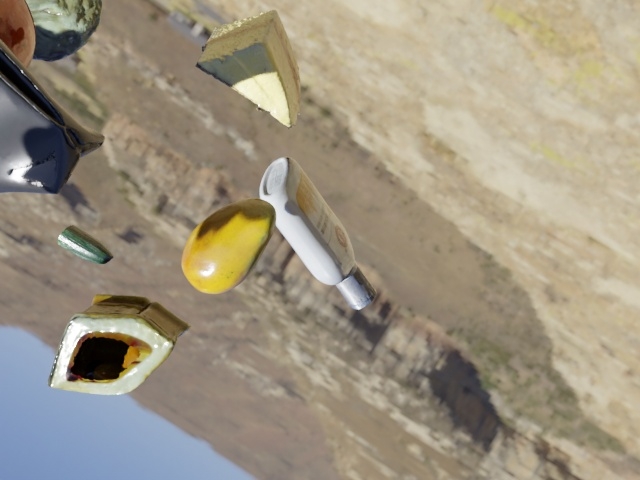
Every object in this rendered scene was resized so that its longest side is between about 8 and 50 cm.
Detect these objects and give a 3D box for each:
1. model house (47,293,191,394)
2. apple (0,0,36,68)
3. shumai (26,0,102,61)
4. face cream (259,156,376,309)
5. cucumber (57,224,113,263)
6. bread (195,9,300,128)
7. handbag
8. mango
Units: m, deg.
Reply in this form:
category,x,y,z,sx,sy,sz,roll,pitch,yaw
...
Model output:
category,x,y,z,sx,sy,sz,roll,pitch,yaw
model house,-0.390,0.197,2.243,0.268,0.173,0.239,5,-164,11
apple,-0.604,-0.343,1.793,0.261,0.216,0.260,13,136,13
shumai,-0.568,-0.452,2.099,0.204,0.272,0.222,-18,-91,-76
face cream,0.000,0.000,1.841,0.291,0.071,0.144,55,-156,-27
cucumber,-0.441,0.014,2.080,0.105,0.048,0.048,30,173,3
bread,-0.115,-0.293,1.968,0.240,0.135,0.178,-83,-25,-62
handbag,-0.483,-0.184,1.482,0.342,0.152,0.288,-5,130,44
mango,-0.131,0.004,1.579,0.111,0.163,0.089,37,-178,40
